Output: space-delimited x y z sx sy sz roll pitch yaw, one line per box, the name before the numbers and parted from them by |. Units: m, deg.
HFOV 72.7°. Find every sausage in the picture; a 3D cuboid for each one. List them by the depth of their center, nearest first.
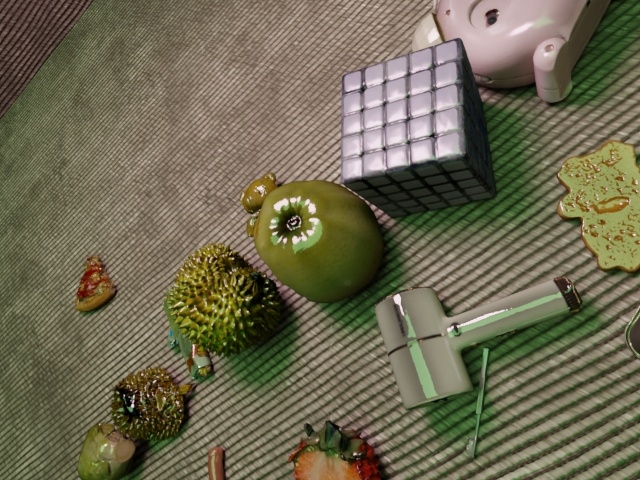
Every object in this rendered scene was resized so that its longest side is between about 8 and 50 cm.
sausage | -0.241 0.571 1.020 0.042 0.036 0.157 -29 64 35

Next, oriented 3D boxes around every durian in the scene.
durian | -0.217 0.142 0.994 0.291 0.291 0.224 36 93 33
durian | -0.450 0.424 1.127 0.237 0.138 0.193 -33 62 19

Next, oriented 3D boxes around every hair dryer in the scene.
hair dryer | 0.285 0.149 0.761 0.362 0.128 0.203 -26 61 21

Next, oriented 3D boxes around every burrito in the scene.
burrito | -0.378 0.260 1.182 0.104 0.054 0.287 -43 61 17

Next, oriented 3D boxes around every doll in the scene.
doll | -0.141 -0.065 1.102 0.137 0.097 0.209 -28 69 16

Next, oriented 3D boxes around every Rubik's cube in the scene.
Rubik's cube | 0.191 -0.197 0.850 0.238 0.237 0.236 -8 74 30

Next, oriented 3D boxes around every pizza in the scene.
pizza | -0.758 0.131 1.442 0.188 0.062 0.198 -28 63 20

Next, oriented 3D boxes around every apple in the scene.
apple | 0.000 0.000 0.913 0.280 0.279 0.278 -9 72 29

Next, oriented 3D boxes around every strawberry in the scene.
strawberry | 0.040 0.477 0.841 0.188 0.106 0.285 -4 87 35

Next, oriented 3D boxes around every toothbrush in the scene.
toothbrush | 0.288 0.292 0.788 0.017 0.014 0.194 8 81 35

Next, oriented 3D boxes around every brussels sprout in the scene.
brussels sprout | -0.566 0.574 1.156 0.183 0.131 0.145 0 68 50

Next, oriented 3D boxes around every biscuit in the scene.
biscuit | 0.503 -0.057 0.741 0.166 0.036 0.225 -25 68 24

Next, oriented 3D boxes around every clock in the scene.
clock | 0.374 -0.458 0.856 0.326 0.184 0.341 32 89 38

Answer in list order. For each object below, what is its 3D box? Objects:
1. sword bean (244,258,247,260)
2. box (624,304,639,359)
sword bean | -0.228 0.072 1.164 0.083 0.012 0.012 -31 63 21
box | 0.538 0.020 0.515 0.177 0.344 0.351 33 96 36
